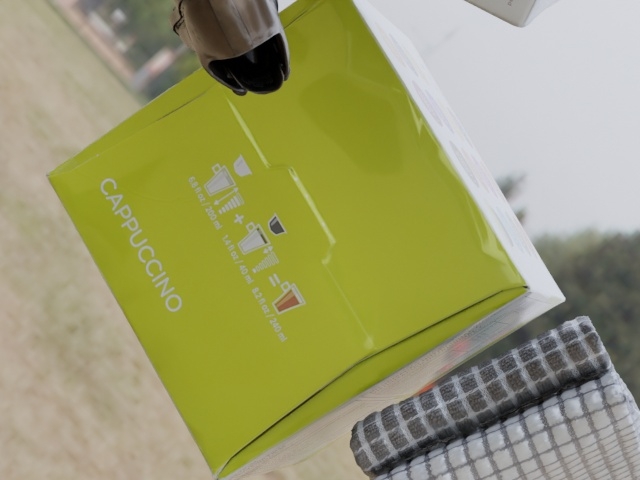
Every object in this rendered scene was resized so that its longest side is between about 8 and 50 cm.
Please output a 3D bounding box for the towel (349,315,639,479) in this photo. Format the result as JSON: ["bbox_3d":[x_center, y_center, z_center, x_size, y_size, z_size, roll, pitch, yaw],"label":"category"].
[{"bbox_3d":[0.171,0.186,1.380,0.121,0.235,0.284,66,7,27],"label":"towel"}]

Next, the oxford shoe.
[{"bbox_3d":[-0.063,-0.146,1.166,0.227,0.083,0.096,0,66,-85],"label":"oxford shoe"}]

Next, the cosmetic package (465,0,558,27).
[{"bbox_3d":[0.051,-0.339,1.274,0.385,0.156,0.217,28,24,12],"label":"cosmetic package"}]

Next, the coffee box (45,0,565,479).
[{"bbox_3d":[0.000,0.000,1.534,0.337,0.338,0.334,59,11,11],"label":"coffee box"}]
